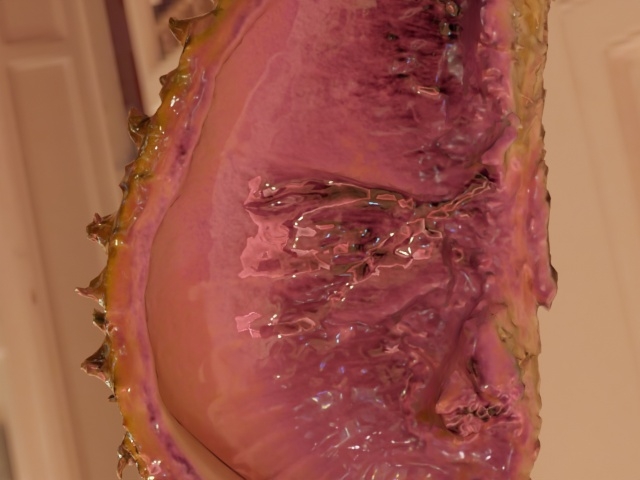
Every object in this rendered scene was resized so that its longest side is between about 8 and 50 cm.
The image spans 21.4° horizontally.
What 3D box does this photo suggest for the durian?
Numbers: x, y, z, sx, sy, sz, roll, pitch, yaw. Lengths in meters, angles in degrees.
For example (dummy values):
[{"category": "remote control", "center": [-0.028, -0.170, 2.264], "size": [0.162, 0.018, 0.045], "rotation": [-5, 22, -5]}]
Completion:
[{"category": "durian", "center": [0.000, -0.001, 0.705], "size": [0.191, 0.341, 0.112], "rotation": [3, 169, -3]}]
